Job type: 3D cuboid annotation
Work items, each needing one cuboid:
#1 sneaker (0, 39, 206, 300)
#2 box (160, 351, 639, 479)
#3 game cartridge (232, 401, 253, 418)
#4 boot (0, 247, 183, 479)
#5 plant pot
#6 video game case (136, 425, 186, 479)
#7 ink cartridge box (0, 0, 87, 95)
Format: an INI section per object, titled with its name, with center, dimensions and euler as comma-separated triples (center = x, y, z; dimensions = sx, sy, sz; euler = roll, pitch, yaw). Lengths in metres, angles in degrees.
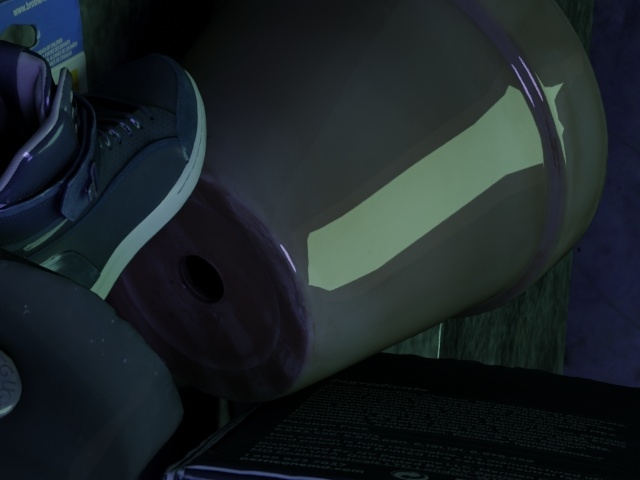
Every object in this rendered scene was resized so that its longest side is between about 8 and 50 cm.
[sneaker]
center = -0.132, -0.065, 1.024
dimensions = 0.163, 0.086, 0.226
euler = 81, 26, -44
[box]
center = 0.067, 0.354, 1.328
dimensions = 0.472, 0.297, 0.480
euler = -31, 127, -79
[game cartridge]
center = 0.000, 0.000, 1.687
dimensions = 0.355, 0.068, 0.230
euler = -60, 154, -51
[boot]
center = -0.172, 0.212, 0.816
dimensions = 0.146, 0.367, 0.445
euler = -46, -170, 38
[plant pot]
center = -0.003, -0.041, 1.335
dimensions = 0.280, 0.323, 0.323
euler = -40, 136, -42
[video game case]
center = -0.145, 0.282, 1.382
dimensions = 0.274, 0.026, 0.196
euler = -64, 153, -45
[ink cartridge box]
center = -0.191, 0.012, 1.097
dimensions = 0.186, 0.065, 0.311
euler = -44, 139, -62
